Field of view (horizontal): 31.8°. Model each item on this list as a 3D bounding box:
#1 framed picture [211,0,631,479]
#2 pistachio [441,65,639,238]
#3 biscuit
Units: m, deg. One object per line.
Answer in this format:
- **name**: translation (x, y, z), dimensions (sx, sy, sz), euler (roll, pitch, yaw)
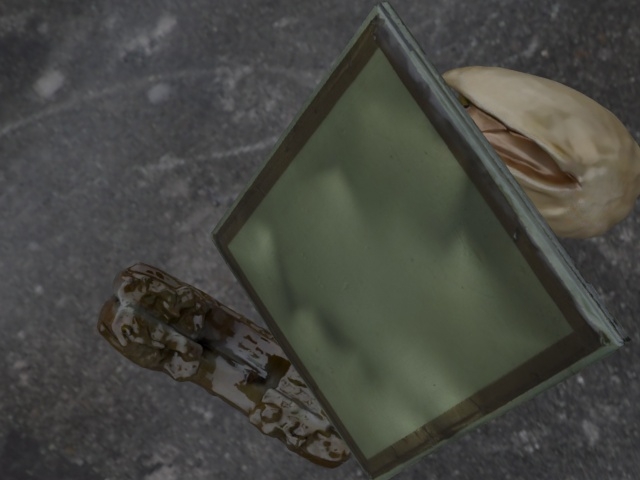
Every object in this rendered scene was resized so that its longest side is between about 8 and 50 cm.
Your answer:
- **framed picture**: translation (0.028, 0.019, 0.536), dimensions (0.010, 0.231, 0.173), euler (-29, 81, -33)
- **pistachio**: translation (0.287, -0.128, 1.538), dimensions (0.318, 0.214, 0.193), euler (35, 103, 18)
- **biscuit**: translation (-0.109, 0.152, 1.415), dimensions (0.115, 0.366, 0.268), euler (-58, 9, -4)
